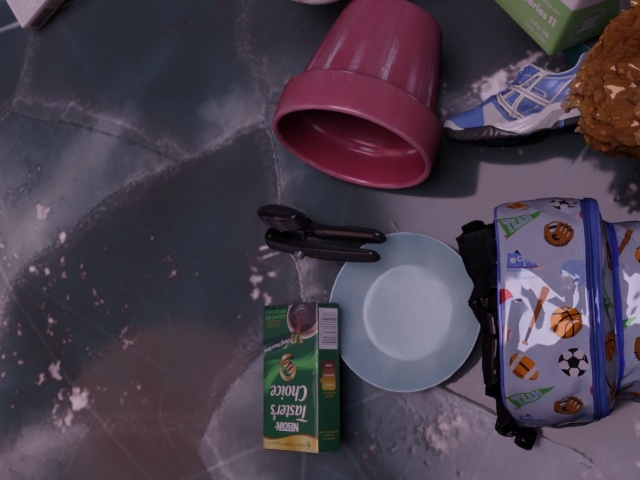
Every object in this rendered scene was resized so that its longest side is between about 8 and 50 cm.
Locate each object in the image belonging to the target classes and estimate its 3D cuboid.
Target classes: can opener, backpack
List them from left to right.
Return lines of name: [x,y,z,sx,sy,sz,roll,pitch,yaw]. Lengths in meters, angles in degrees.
can opener: [0.000,0.000,1.147,0.186,0.073,0.059,15,84,35]
backpack: [0.250,0.076,0.939,0.213,0.263,0.277,-10,78,21]

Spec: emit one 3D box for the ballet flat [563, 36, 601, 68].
ballet flat: [0.357,-0.171,1.041,0.074,0.074,0.203,-37,65,14]

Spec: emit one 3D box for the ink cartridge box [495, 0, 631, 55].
ink cartridge box: [0.326,-0.369,0.897,0.207,0.353,0.119,-26,66,-25]

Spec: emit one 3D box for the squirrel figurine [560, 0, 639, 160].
squirrel figurine: [0.443,-0.185,0.861,0.396,0.281,0.371,-13,69,-4]

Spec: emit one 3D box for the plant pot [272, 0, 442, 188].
plant pot: [0.062,-0.186,1.103,0.201,0.201,0.180,11,72,24]

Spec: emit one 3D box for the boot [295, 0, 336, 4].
boot: [-0.030,-0.360,1.162,0.258,0.123,0.095,21,125,39]

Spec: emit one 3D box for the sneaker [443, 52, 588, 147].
sneaker: [0.241,-0.158,1.063,0.211,0.080,0.081,-9,85,32]

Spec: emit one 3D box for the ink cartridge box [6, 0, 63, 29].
ink cartridge box: [-0.443,-0.436,1.388,0.145,0.045,0.179,-36,77,30]

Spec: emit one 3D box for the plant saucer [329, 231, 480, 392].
plant saucer: [0.106,0.088,1.120,0.194,0.037,0.195,-3,81,22]

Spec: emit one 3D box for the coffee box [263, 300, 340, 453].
coffee box: [-0.025,0.171,1.139,0.113,0.040,0.184,-8,79,48]
